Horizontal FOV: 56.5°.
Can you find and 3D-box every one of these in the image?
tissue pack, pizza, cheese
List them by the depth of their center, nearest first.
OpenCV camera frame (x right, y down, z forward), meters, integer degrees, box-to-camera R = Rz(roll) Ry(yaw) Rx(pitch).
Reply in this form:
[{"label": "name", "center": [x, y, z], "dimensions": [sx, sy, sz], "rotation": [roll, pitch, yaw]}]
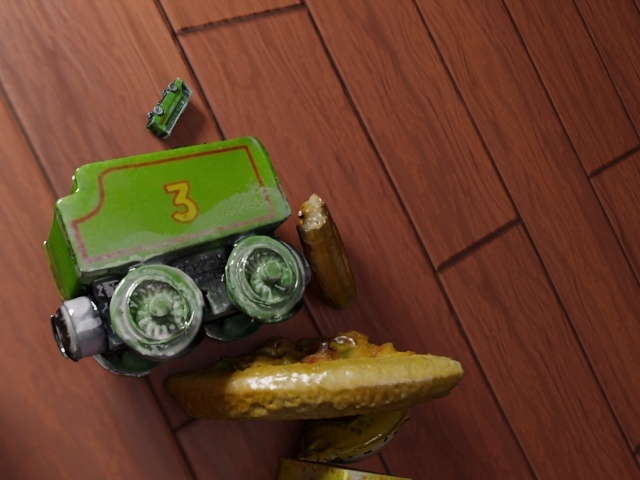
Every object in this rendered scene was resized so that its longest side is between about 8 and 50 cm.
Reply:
[{"label": "pizza", "center": [-0.014, 0.165, 0.701], "dimensions": [0.258, 0.268, 0.087], "rotation": [-7, 90, -35]}, {"label": "tissue pack", "center": [0.022, 0.312, 0.737], "dimensions": [0.095, 0.176, 0.062], "rotation": [18, 69, -25]}, {"label": "cheese", "center": [0.068, 0.231, 0.807], "dimensions": [0.250, 0.156, 0.064], "rotation": [-28, 100, -47]}, {"label": "pizza", "center": [0.000, 0.000, 0.850], "dimensions": [0.062, 0.182, 0.161], "rotation": [-15, 60, 9]}]

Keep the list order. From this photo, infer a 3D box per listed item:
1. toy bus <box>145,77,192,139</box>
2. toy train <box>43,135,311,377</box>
[{"label": "toy bus", "center": [-0.209, -0.184, 0.824], "dimensions": [0.037, 0.031, 0.083], "rotation": [35, 63, -25]}, {"label": "toy train", "center": [-0.171, 0.016, 0.715], "dimensions": [0.307, 0.173, 0.249], "rotation": [-17, 80, -32]}]
